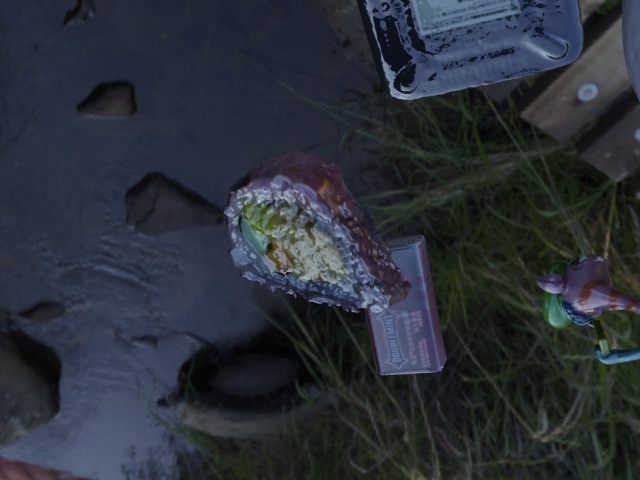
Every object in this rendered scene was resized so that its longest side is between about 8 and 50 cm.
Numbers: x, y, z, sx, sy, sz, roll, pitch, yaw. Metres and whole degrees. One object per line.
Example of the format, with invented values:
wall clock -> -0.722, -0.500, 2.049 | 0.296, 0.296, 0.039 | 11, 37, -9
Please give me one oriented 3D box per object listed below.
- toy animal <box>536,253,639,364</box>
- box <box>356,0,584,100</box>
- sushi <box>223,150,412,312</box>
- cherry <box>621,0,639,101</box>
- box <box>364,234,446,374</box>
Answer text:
toy animal -> 0.299, 0.067, 0.739 | 0.208, 0.103, 0.100 | 7, 166, 31
box -> 0.192, -0.340, 1.101 | 0.290, 0.073, 0.289 | -9, 123, 16
sushi -> 0.000, -0.018, 1.005 | 0.241, 0.107, 0.161 | 18, 122, 20
cherry -> 0.356, -0.177, 0.536 | 0.291, 0.326, 0.335 | 11, 103, 8
box -> 0.131, 0.108, 1.355 | 0.120, 0.069, 0.224 | -5, 105, 20
